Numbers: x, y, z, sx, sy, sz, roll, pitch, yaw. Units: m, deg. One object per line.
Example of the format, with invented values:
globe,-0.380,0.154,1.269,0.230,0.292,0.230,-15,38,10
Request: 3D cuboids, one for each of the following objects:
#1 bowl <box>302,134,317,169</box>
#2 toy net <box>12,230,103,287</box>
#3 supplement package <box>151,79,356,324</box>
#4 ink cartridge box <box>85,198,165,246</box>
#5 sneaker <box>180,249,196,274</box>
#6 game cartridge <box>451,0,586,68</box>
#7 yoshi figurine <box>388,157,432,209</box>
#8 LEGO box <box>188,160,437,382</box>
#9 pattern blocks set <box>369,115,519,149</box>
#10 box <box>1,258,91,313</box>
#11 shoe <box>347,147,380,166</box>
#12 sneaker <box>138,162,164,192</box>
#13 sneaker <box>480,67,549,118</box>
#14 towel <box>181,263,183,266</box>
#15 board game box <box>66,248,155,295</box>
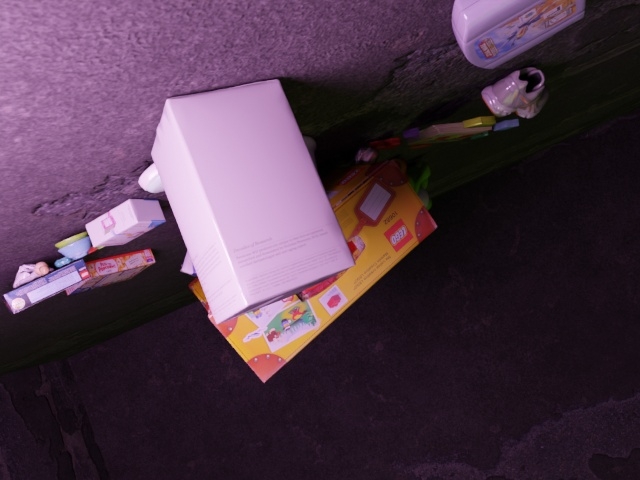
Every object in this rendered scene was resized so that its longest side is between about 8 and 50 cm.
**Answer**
bowl,-0.121,-0.096,1.147,0.297,0.134,0.298,-23,174,-3
toy net,-0.556,0.036,1.139,0.232,0.045,0.122,-22,-170,19
supplement package,-0.107,-0.053,0.793,0.175,0.293,0.177,-19,173,-27
ink cartridge box,-0.387,-0.034,1.075,0.122,0.052,0.088,-24,174,21
sneaker,-0.276,0.049,1.523,0.182,0.128,0.315,16,177,-3
game cartridge,0.316,-0.359,0.859,0.198,0.062,0.297,-30,172,24
yoshi figurine,0.274,-0.194,1.836,0.362,0.203,0.203,16,102,-58
LEGO box,-0.041,0.043,1.271,0.500,0.193,0.372,-40,-164,-12
pattern blocks set,0.318,-0.271,1.358,0.324,0.026,0.285,-9,-179,-34
box,-0.605,0.102,1.184,0.159,0.044,0.233,-30,-170,-30
shoe,0.105,-0.194,1.383,0.219,0.058,0.077,151,-37,-87
sneaker,-0.169,-0.090,0.930,0.255,0.151,0.094,-19,175,-22
sneaker,0.513,-0.368,1.325,0.262,0.099,0.121,-19,169,-42
towel,-0.427,0.079,1.990,0.113,0.023,0.152,-18,170,16
board game box,-0.570,0.085,1.464,0.146,0.045,0.193,-28,172,37
